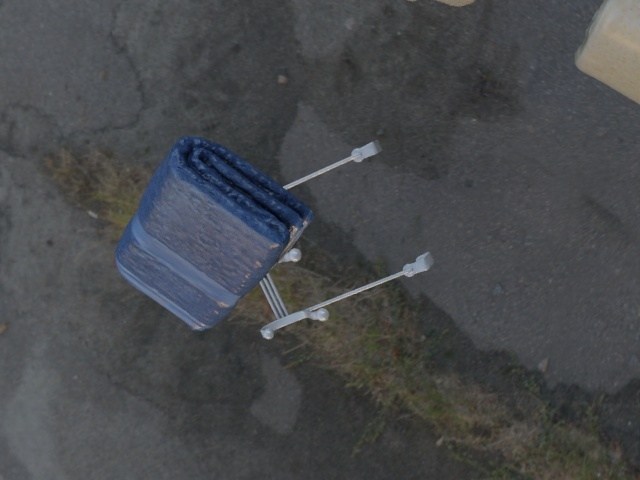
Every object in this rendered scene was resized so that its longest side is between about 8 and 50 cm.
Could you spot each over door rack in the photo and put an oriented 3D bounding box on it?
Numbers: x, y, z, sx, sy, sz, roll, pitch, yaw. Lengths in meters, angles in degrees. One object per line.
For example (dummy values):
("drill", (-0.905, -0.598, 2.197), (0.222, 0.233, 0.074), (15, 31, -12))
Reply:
("over door rack", (0.000, 0.000, 1.263), (0.324, 0.108, 0.239), (-24, 96, 4))

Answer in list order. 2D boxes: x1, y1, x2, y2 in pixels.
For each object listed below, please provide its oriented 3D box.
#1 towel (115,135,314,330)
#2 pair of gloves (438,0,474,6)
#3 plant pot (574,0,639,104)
("towel", (-0.055, 0.000, 0.350), (0.067, 0.029, 0.119), (37, 145, -7))
("pair of gloves", (0.099, -0.372, 1.017), (0.240, 0.204, 0.042), (15, 95, 3))
("plant pot", (0.386, -0.177, 0.585), (0.305, 0.334, 0.333), (26, 109, 11))
